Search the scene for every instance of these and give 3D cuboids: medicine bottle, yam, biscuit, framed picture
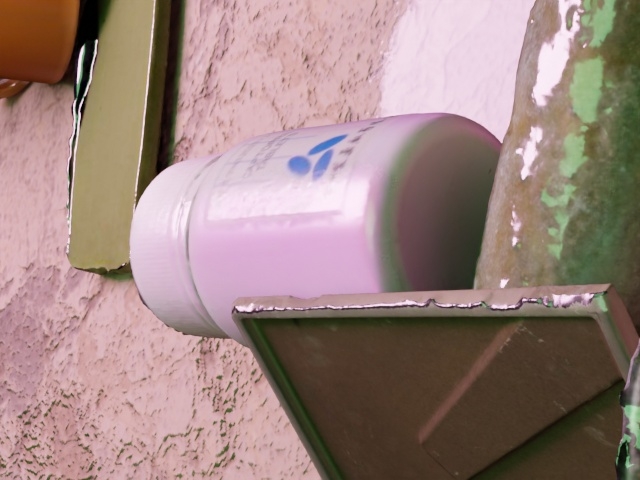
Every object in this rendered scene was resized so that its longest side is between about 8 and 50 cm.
[{"bbox_3d":[0.000,0.000,1.056,0.254,0.152,0.152,-2,81,47],"label":"medicine bottle"},{"bbox_3d":[0.160,-0.051,0.918,0.133,0.133,0.330,26,105,46],"label":"yam"},{"bbox_3d":[-0.162,-0.132,1.339,0.099,0.038,0.322,-3,80,44],"label":"biscuit"},{"bbox_3d":[0.089,0.118,0.936,0.289,0.016,0.213,-4,121,47],"label":"framed picture"}]

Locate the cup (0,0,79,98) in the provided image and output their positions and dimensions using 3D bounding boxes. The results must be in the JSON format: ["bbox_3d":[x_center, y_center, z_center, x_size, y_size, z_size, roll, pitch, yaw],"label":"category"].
[{"bbox_3d":[-0.334,-0.208,1.381,0.226,0.264,0.182,113,146,-44],"label":"cup"}]

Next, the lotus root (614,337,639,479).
[{"bbox_3d":[0.245,0.097,0.724,0.192,0.272,0.272,4,86,35],"label":"lotus root"}]
